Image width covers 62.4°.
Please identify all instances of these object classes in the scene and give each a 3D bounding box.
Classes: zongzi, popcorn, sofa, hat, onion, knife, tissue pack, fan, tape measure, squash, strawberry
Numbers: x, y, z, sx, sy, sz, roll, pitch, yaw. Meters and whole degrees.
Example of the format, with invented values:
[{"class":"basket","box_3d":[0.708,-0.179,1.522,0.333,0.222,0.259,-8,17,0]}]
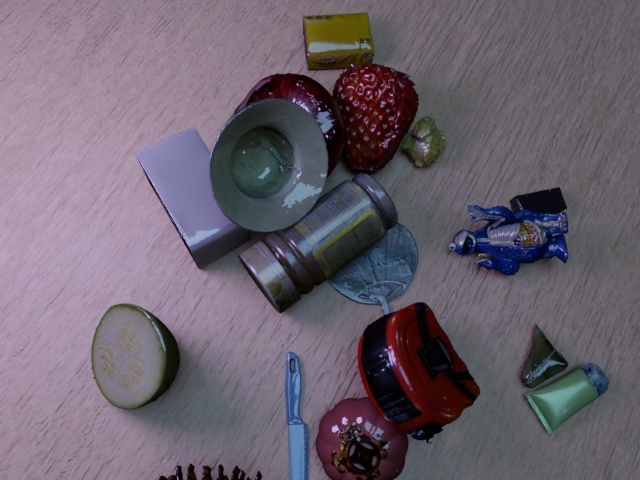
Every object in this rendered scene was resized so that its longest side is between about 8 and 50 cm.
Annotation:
[{"class":"zongzi","box_3d":[0.466,0.254,1.161,0.104,0.052,0.113,-27,65,-6]},{"class":"popcorn","box_3d":[0.251,-0.233,1.262,0.097,0.089,0.109,-5,81,-43]},{"class":"sofa","box_3d":[0.522,-0.086,1.266,0.118,0.039,0.060,-12,74,-8]},{"class":"hat","box_3d":[-0.121,-0.156,1.044,0.257,0.130,0.257,-13,116,-29]},{"class":"onion","box_3d":[-0.064,-0.235,1.197,0.272,0.195,0.272,1,93,26]},{"class":"knife","box_3d":[-0.048,0.387,1.087,0.045,0.019,0.313,0,76,-8]},{"class":"tissue pack","box_3d":[0.043,-0.496,1.315,0.169,0.082,0.120,-5,76,-7]},{"class":"tissue pack","box_3d":[-0.265,-0.089,1.129,0.136,0.159,0.246,-29,78,-14]},{"class":"fan","box_3d":[0.146,0.070,1.199,0.223,0.012,0.294,-42,82,-16]},{"class":"tape measure","box_3d":[0.190,0.256,1.032,0.114,0.260,0.253,-35,80,31]},{"class":"squash","box_3d":[-0.361,0.218,0.977,0.189,0.260,0.189,2,76,-7]},{"class":"strawberry","box_3d":[0.118,-0.275,1.218,0.205,0.205,0.244,11,93,-2]}]

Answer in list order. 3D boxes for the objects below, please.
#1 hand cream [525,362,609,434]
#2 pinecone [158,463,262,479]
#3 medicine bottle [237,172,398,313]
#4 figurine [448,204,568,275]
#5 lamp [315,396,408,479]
[{"class":"hand cream","box_3d":[0.540,0.332,1.145,0.175,0.046,0.095,-29,79,-6]},{"class":"pinecone","box_3d":[-0.184,0.512,0.923,0.292,0.246,0.246,22,73,3]},{"class":"medicine bottle","box_3d":[0.000,0.000,1.123,0.322,0.151,0.151,-36,80,-11]},{"class":"figurine","box_3d":[0.426,-0.006,1.201,0.262,0.120,0.164,7,112,4]},{"class":"lamp","box_3d":[0.081,0.396,1.038,0.182,0.140,0.182,0,87,8]}]
